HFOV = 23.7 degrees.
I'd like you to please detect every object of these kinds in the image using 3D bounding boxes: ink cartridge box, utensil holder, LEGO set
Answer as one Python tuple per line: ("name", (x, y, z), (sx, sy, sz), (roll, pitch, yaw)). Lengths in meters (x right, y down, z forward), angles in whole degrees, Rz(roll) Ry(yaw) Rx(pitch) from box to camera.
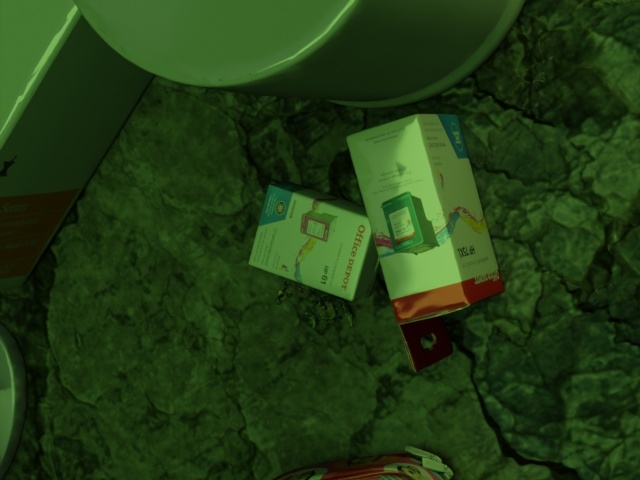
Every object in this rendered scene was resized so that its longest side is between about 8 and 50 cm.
("ink cartridge box", (0.109, -0.001, 1.457), (0.078, 0.134, 0.231), (-16, 89, 22))
("utensil holder", (-0.010, -0.280, 1.349), (0.328, 0.385, 0.327), (2, 96, 22))
("LEGO set", (-0.003, 0.063, 1.563), (0.083, 0.023, 0.054), (39, 126, -10))
("ink cartridge box", (0.000, 0.000, 1.546), (0.122, 0.052, 0.088), (18, 101, 19))

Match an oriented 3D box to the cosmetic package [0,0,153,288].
("cosmetic package", (-0.311, -0.161, 1.566), (0.161, 0.230, 0.453), (39, 108, 15))

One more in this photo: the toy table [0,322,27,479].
("toy table", (-0.450, 0.218, 1.691), (0.252, 0.161, 0.274), (20, 100, 19))

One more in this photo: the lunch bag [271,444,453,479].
("lunch bag", (0.059, 0.361, 1.514), (0.258, 0.120, 0.293), (-13, 89, 22))
